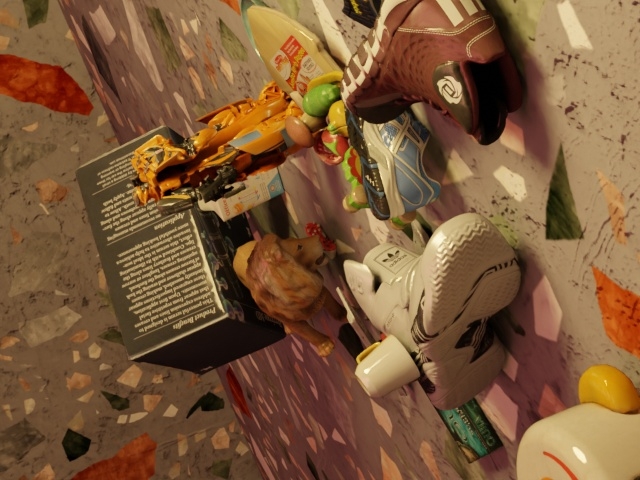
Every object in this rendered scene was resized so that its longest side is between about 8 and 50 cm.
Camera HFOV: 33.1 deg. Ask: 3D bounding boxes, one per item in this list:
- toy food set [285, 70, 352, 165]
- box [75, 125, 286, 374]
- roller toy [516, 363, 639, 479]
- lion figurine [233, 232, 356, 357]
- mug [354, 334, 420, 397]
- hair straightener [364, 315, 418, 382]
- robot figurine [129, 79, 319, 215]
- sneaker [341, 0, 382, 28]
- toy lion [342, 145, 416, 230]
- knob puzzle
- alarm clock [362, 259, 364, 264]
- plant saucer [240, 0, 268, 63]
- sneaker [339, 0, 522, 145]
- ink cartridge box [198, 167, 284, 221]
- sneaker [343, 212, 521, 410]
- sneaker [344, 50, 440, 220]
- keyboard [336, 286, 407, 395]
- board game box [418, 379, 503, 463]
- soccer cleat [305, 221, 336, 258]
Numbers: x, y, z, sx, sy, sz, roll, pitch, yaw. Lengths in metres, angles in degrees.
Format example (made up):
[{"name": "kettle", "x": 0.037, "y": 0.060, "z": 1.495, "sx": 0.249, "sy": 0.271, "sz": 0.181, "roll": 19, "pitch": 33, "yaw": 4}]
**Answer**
[{"name": "toy food set", "x": 0.011, "y": -0.143, "z": 1.402, "sx": 0.128, "sy": 0.071, "sz": 0.218, "roll": 52, "pitch": 162, "yaw": -13}, {"name": "box", "x": -0.264, "y": 0.028, "z": 2.065, "sx": 0.293, "sy": 0.212, "sz": 0.396, "roll": 31, "pitch": -143, "yaw": -68}, {"name": "roller toy", "x": 0.297, "y": 0.246, "z": 1.054, "sx": 0.191, "sy": 0.146, "sz": 0.209, "roll": 93, "pitch": 153, "yaw": -45}, {"name": "lion figurine", "x": -0.079, "y": 0.069, "z": 1.889, "sx": 0.240, "sy": 0.142, "sz": 0.392, "roll": 42, "pitch": 166, "yaw": -23}, {"name": "mug", "x": 0.076, "y": 0.158, "z": 1.305, "sx": 0.062, "sy": 0.064, "sz": 0.078, "roll": 55, "pitch": 171, "yaw": 3}, {"name": "hair straightener", "x": 0.104, "y": 0.171, "z": 1.661, "sx": 0.230, "sy": 0.047, "sz": 0.089, "roll": -129, "pitch": 31, "yaw": -69}, {"name": "robot figurine", "x": -0.149, "y": -0.135, "z": 1.577, "sx": 0.211, "sy": 0.291, "sz": 0.085, "roll": 36, "pitch": 150, "yaw": 57}, {"name": "sneaker", "x": 0.053, "y": -0.270, "z": 1.156, "sx": 0.053, "sy": 0.059, "sz": 0.144, "roll": 26, "pitch": 172, "yaw": 12}, {"name": "toy lion", "x": 0.072, "y": -0.072, "z": 1.306, "sx": 0.100, "sy": 0.096, "sz": 0.034, "roll": 21, "pitch": 151, "yaw": -15}, {"name": "knob puzzle", "x": -0.025, "y": -0.243, "z": 1.446, "sx": 0.213, "sy": 0.030, "sz": 0.213, "roll": 42, "pitch": 162, "yaw": 17}, {"name": "alarm clock", "x": 0.111, "y": 0.083, "z": 1.548, "sx": 0.129, "sy": 0.064, "sz": 0.192, "roll": 65, "pitch": 161, "yaw": -9}, {"name": "plant saucer", "x": -0.080, "y": -0.305, "z": 1.574, "sx": 0.119, "sy": 0.021, "sz": 0.119, "roll": 56, "pitch": 164, "yaw": 25}, {"name": "sneaker", "x": 0.112, "y": -0.145, "z": 1.073, "sx": 0.162, "sy": 0.106, "sz": 0.281, "roll": 56, "pitch": 163, "yaw": 12}, {"name": "ink cartridge box", "x": -0.155, "y": -0.108, "z": 1.923, "sx": 0.090, "sy": 0.143, "sz": 0.092, "roll": 44, "pitch": 157, "yaw": 49}, {"name": "sneaker", "x": 0.121, "y": 0.048, "z": 1.297, "sx": 0.210, "sy": 0.137, "sz": 0.366, "roll": 50, "pitch": 164, "yaw": 30}, {"name": "sneaker", "x": 0.080, "y": -0.127, "z": 1.266, "sx": 0.080, "sy": 0.081, "sz": 0.211, "roll": 119, "pitch": 139, "yaw": -74}, {"name": "keyboard", "x": 0.084, "y": 0.166, "z": 1.729, "sx": 0.256, "sy": 0.014, "sz": 0.072, "roll": 57, "pitch": -170, "yaw": -47}, {"name": "board game box", "x": 0.195, "y": 0.238, "z": 1.598, "sx": 0.186, "sy": 0.026, "sz": 0.126, "roll": 59, "pitch": 164, "yaw": 13}, {"name": "soccer cleat", "x": 0.000, "y": 0.000, "z": 1.824, "sx": 0.083, "sy": 0.029, "sz": 0.036, "roll": 43, "pitch": 152, "yaw": 39}]
